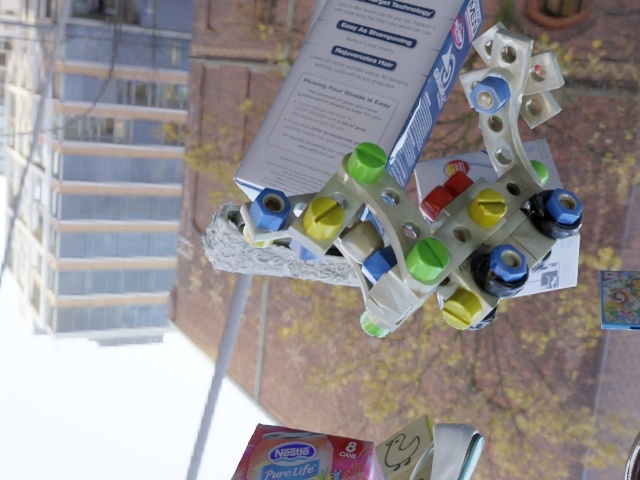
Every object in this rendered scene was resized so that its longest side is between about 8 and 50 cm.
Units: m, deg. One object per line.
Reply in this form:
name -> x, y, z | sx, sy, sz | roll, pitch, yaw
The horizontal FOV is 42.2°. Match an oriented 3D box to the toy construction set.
toy construction set -> 0.111, -0.043, 0.739 | 0.215, 0.151, 0.328 | 44, -114, 12

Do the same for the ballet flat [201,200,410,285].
ballet flat -> 0.000, 0.000, 1.449 | 0.409, 0.147, 0.147 | 2, -169, -12

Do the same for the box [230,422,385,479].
box -> 0.003, 0.369, 0.978 | 0.154, 0.300, 0.142 | 3, -138, 24

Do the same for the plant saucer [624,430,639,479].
plant saucer -> 0.573, 0.385, 1.209 | 0.050, 0.310, 0.311 | 7, -172, -38

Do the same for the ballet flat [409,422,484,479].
ballet flat -> 0.253, 0.602, 1.880 | 0.139, 0.400, 0.139 | 19, 173, 2

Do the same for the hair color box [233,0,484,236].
hair color box -> 0.055, -0.179, 1.023 | 0.174, 0.347, 0.105 | 21, 168, 23

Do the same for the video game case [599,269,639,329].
video game case -> 0.546, 0.098, 1.357 | 0.166, 0.015, 0.119 | 1, -134, 16

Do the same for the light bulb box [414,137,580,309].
light bulb box -> 0.454, -0.045, 2.184 | 0.361, 0.225, 0.358 | -11, -131, 6

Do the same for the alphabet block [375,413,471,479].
alphabet block -> 0.247, 0.590, 2.064 | 0.197, 0.193, 0.192 | -36, -166, 9
